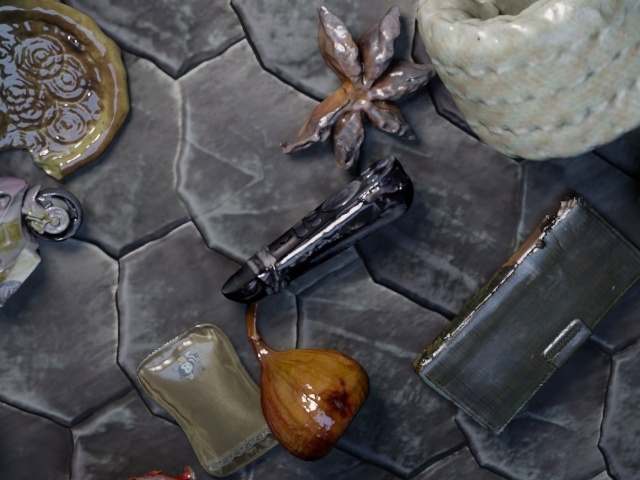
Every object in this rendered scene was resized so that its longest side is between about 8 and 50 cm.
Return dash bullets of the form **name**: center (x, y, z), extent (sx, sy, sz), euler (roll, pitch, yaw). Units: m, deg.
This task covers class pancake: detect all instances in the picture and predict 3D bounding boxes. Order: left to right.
- **pancake**: center (-0.326, -0.168, 1.604), extent (0.235, 0.029, 0.212), euler (1, 111, -20)

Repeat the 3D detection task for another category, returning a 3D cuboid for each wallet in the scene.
- **wallet**: center (0.278, 0.098, 1.900), extent (0.169, 0.044, 0.317), euler (39, 96, -24)

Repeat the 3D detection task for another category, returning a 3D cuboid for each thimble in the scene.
- **thimble**: center (0.259, -0.236, 1.625), extent (0.291, 0.291, 0.195), euler (-31, 119, -2)

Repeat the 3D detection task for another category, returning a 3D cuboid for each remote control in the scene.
- **remote control**: center (0.000, 0.000, 1.743), extent (0.266, 0.090, 0.066), euler (-37, 102, 2)

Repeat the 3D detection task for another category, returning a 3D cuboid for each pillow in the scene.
- **pillow**: center (-0.132, 0.202, 1.823), extent (0.130, 0.033, 0.217), euler (-32, 118, -1)

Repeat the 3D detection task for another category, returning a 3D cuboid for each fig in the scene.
- **fig**: center (-0.039, 0.174, 1.800), extent (0.201, 0.146, 0.134), euler (40, 117, -6)

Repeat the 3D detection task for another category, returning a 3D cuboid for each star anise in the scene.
- **star anise**: center (0.057, -0.176, 1.699), extent (0.172, 0.063, 0.208), euler (9, 110, -22)

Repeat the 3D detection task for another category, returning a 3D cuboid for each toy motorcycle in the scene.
- **toy motorcycle**: center (-0.389, -0.004, 1.632), extent (0.225, 0.073, 0.152), euler (-41, 114, 4)

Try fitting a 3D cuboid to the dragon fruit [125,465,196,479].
- **dragon fruit**: center (-0.251, 0.358, 1.814), extent (0.274, 0.126, 0.161), euler (-26, 108, -15)
